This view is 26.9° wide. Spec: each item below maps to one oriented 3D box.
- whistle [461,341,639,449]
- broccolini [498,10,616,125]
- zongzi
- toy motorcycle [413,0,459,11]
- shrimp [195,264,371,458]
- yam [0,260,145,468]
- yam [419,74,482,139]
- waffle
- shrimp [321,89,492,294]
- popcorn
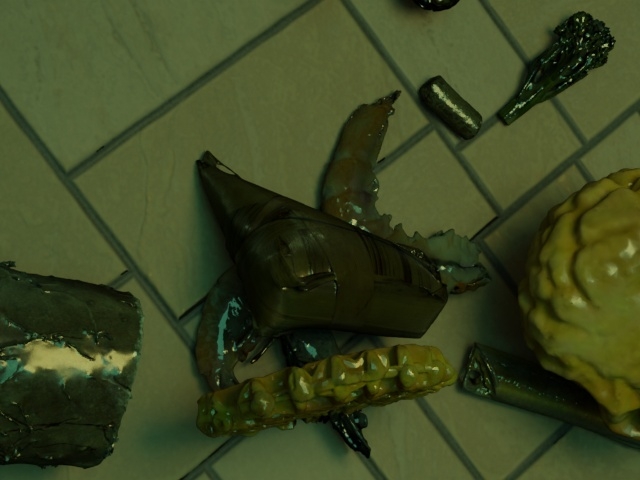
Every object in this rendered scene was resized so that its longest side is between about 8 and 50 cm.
[{"bbox_3d":[0.340,0.217,1.793,0.326,0.057,0.068,20,84,-14],"label":"whistle"},{"bbox_3d":[0.329,-0.230,1.843,0.203,0.068,0.091,-51,118,-16],"label":"broccolini"},{"bbox_3d":[0.000,0.000,1.671,0.260,0.123,0.289,5,37,-30],"label":"zongzi"},{"bbox_3d":[0.147,-0.415,1.773,0.401,0.134,0.207,-40,95,-20],"label":"toy motorcycle"},{"bbox_3d":[-0.052,0.162,1.669,0.178,0.075,0.289,-25,90,-15],"label":"shrimp"},{"bbox_3d":[-0.387,0.131,1.497,0.348,0.241,0.241,9,80,-18],"label":"yam"},{"bbox_3d":[0.176,-0.179,1.800,0.094,0.043,0.043,41,73,-10],"label":"yam"},{"bbox_3d":[0.007,0.172,1.550,0.309,0.283,0.065,8,66,-54],"label":"waffle"},{"bbox_3d":[0.089,-0.038,1.753,0.185,0.068,0.287,-24,81,-23],"label":"shrimp"},{"bbox_3d":[0.418,0.064,1.703,0.349,0.382,0.349,2,108,7],"label":"popcorn"}]
